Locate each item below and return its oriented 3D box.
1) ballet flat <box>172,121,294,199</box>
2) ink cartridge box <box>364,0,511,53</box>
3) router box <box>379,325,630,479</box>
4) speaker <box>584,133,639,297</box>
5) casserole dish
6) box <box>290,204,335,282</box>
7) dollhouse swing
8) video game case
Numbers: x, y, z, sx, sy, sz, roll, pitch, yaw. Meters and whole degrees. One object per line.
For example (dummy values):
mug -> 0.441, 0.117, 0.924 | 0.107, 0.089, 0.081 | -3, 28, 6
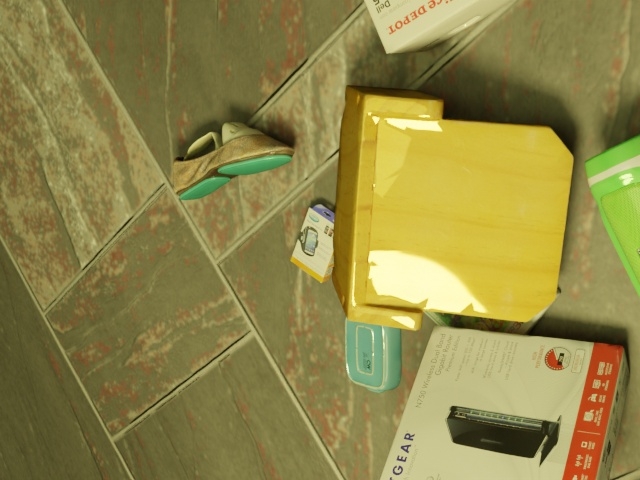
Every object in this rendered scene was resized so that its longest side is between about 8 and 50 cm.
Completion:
ballet flat -> -0.180, -0.163, 1.662 | 0.316, 0.108, 0.106 | -16, 79, 39
ink cartridge box -> 0.149, -0.444, 1.311 | 0.198, 0.115, 0.272 | -25, 87, 40
router box -> 0.267, 0.297, 1.285 | 0.301, 0.335, 0.082 | 3, 142, 30
speaker -> 0.470, 0.003, 1.184 | 0.131, 0.131, 0.296 | -29, 85, 39
casserole dish -> 0.089, 0.194, 1.594 | 0.114, 0.037, 0.188 | 10, 110, 36
box -> 0.000, 0.000, 1.614 | 0.081, 0.028, 0.136 | 35, 119, 25
dollhouse swing -> 0.192, -0.058, 1.399 | 0.305, 0.315, 0.346 | 1, 104, -6
video game case -> 0.256, 0.084, 1.439 | 0.212, 0.023, 0.193 | 44, 125, 20
